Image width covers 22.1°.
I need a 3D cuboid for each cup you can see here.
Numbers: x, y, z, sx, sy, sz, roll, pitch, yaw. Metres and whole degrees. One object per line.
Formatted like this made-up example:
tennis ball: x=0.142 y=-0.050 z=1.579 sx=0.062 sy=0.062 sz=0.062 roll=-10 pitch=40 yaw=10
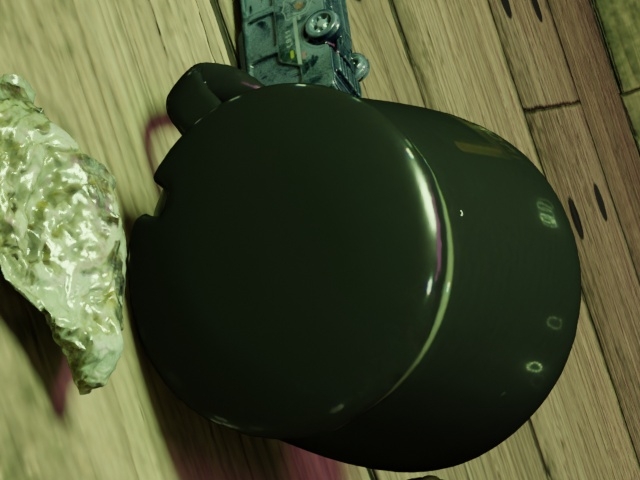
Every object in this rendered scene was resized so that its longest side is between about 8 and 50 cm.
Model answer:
cup: x=0.000 y=0.000 z=0.734 sx=0.223 sy=0.169 sz=0.176 roll=49 pitch=17 yaw=23

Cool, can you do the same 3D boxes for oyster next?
oyster: x=-0.099 y=-0.008 z=0.609 sx=0.098 sy=0.037 sz=0.100 roll=-84 pitch=150 yaw=-52

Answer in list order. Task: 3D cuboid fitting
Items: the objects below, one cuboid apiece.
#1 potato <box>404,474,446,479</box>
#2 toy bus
potato: x=0.060 y=0.227 z=0.724 sx=0.149 sy=0.113 sz=0.251 roll=40 pitch=37 yaw=-56
toy bus: x=-0.014 y=-0.130 z=0.927 sx=0.047 sy=0.065 sz=0.166 roll=50 pitch=27 yaw=-50
